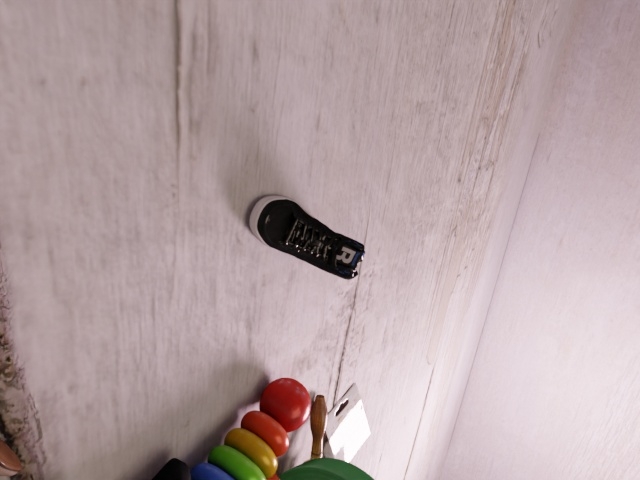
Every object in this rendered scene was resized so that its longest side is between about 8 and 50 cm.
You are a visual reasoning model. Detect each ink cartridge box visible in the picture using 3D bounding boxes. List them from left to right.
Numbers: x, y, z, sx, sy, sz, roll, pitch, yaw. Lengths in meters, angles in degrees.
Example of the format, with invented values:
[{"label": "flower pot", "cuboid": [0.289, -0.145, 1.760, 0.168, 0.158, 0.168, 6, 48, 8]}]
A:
[{"label": "ink cartridge box", "cuboid": [0.055, 0.469, 1.098, 0.145, 0.045, 0.179, -36, 117, -41]}]

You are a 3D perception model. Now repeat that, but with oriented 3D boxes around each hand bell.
[{"label": "hand bell", "cuboid": [-0.010, 0.454, 0.945, 0.126, 0.126, 0.242, -5, 99, -55]}]

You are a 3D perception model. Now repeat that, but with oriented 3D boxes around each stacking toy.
[{"label": "stacking toy", "cuboid": [-0.128, 0.350, 0.675, 0.330, 0.141, 0.141, -50, 144, -40]}]

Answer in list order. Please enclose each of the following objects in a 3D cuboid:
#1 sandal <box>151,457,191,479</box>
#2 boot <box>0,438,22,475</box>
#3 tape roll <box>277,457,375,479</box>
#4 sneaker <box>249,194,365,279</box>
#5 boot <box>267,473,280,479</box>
[{"label": "sandal", "cuboid": [-0.257, 0.373, 0.516, 0.254, 0.097, 0.055, -45, 114, -34]}, {"label": "boot", "cuboid": [-0.323, 0.194, 0.360, 0.087, 0.042, 0.119, -39, 137, -29]}, {"label": "tape roll", "cuboid": [0.011, 0.590, 0.817, 0.077, 0.321, 0.322, 21, 90, -59]}, {"label": "sneaker", "cuboid": [0.000, 0.000, 0.649, 0.217, 0.121, 0.079, 31, 81, -58]}, {"label": "boot", "cuboid": [-0.124, 0.447, 0.785, 0.157, 0.059, 0.085, -1, 104, -55]}]
